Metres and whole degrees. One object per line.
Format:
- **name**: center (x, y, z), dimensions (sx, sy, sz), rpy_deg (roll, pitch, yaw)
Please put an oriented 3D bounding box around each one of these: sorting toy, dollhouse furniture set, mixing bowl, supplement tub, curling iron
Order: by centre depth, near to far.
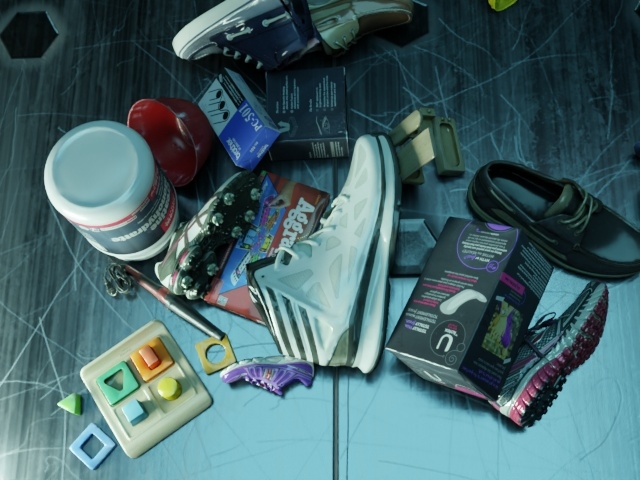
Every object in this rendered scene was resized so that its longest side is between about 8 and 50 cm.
- **sorting toy**: center (-0.320, 0.264, 1.632), dimensions (0.347, 0.047, 0.196), rpy_deg (-35, 72, -7)
- **supplement tub**: center (-0.369, -0.081, 1.634), dimensions (0.191, 0.272, 0.191), rpy_deg (-1, 71, 4)
- **dollhouse furniture set**: center (0.224, -0.189, 1.668), dimensions (0.151, 0.123, 0.144), rpy_deg (2, 68, -29)
- **curling iron**: center (-0.294, 0.120, 1.683), dimensions (0.274, 0.035, 0.068), rpy_deg (27, 68, 14)
- **mixing bowl**: center (-0.276, -0.205, 1.741), dimensions (0.181, 0.181, 0.098), rpy_deg (38, 46, 15)

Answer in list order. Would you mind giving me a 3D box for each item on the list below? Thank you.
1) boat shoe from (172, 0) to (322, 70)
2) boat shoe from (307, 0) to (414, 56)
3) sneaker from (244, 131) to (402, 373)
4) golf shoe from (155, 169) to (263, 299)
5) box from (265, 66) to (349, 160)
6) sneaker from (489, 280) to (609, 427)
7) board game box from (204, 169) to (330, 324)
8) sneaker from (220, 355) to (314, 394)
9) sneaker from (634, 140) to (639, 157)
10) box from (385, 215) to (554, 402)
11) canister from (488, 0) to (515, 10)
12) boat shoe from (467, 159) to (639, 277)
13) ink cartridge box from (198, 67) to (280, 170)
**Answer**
- **boat shoe**: center (-0.148, -0.386, 1.751), dimensions (0.127, 0.340, 0.158), rpy_deg (-30, 97, -46)
- **boat shoe**: center (0.030, -0.426, 1.808), dimensions (0.324, 0.123, 0.116), rpy_deg (-6, 76, 13)
- **sneaker**: center (0.000, 0.000, 1.611), dimensions (0.257, 0.169, 0.448), rpy_deg (8, 74, -5)
- **golf shoe**: center (-0.216, -0.026, 1.683), dimensions (0.120, 0.105, 0.273), rpy_deg (24, 77, 42)
- **box**: center (-0.025, -0.247, 1.757), dimensions (0.158, 0.093, 0.156), rpy_deg (-2, 71, 3)
- **sneaker**: center (0.400, 0.178, 1.568), dimensions (0.112, 0.121, 0.299), rpy_deg (33, 70, 36)
- **board game box**: center (-0.099, 0.013, 1.710), dimensions (0.145, 0.027, 0.281), rpy_deg (20, 74, 10)
- **sneaker**: center (-0.095, 0.243, 1.609), dimensions (0.169, 0.068, 0.071), rpy_deg (-4, 79, -1)
- **sneaker**: center (0.665, -0.174, 1.697), dimensions (0.144, 0.053, 0.059), rpy_deg (10, 73, -1)
- **box**: center (0.261, 0.115, 1.552), dimensions (0.165, 0.143, 0.270), rpy_deg (13, 69, 46)
- **canister**: center (0.336, -0.569, 1.820), dimensions (0.073, 0.126, 0.170), rpy_deg (-32, 70, -6)
- **boat shoe**: center (0.434, -0.040, 1.628), dimensions (0.355, 0.130, 0.132), rpy_deg (23, 75, 12)
- **ink cartridge box**: center (-0.160, -0.237, 1.733), dimensions (0.097, 0.046, 0.207), rpy_deg (-50, 49, 20)
